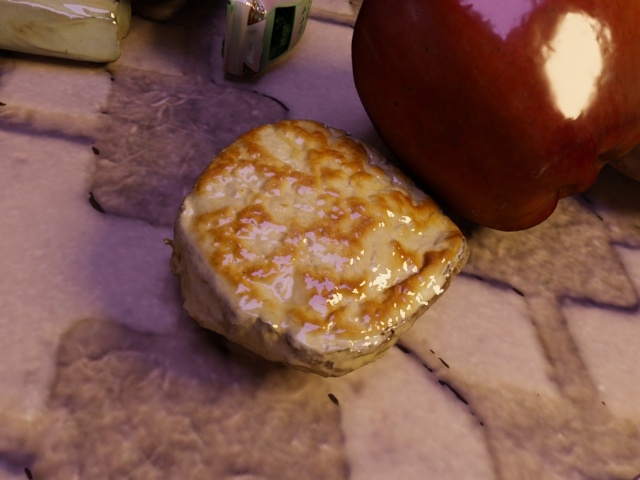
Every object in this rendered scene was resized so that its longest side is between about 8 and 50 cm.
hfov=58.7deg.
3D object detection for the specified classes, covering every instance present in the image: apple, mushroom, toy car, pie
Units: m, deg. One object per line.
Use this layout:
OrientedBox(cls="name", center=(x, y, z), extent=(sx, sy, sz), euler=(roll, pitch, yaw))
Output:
OrientedBox(cls="apple", center=(0.142, -0.131, 0.445), extent=(0.233, 0.234, 0.234), euler=(5, 50, -5))
OrientedBox(cls="mushroom", center=(-0.340, -0.226, 0.530), extent=(0.312, 0.081, 0.100), euler=(5, 51, -7))
OrientedBox(cls="toy car", center=(-0.044, -0.260, 0.598), extent=(0.076, 0.090, 0.224), euler=(18, 49, 1))
OrientedBox(cls="pie", center=(0.000, 0.000, 0.392), extent=(0.178, 0.084, 0.205), euler=(36, 51, 16))

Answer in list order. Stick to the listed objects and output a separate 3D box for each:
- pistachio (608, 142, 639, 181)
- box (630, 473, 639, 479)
OrientedBox(cls="pistachio", center=(0.316, -0.153, 0.522), extent=(0.212, 0.163, 0.261), euler=(-25, 53, -13))
OrientedBox(cls="box", center=(0.233, 0.252, 0.249), extent=(0.142, 0.044, 0.285), euler=(-24, 58, -31))
